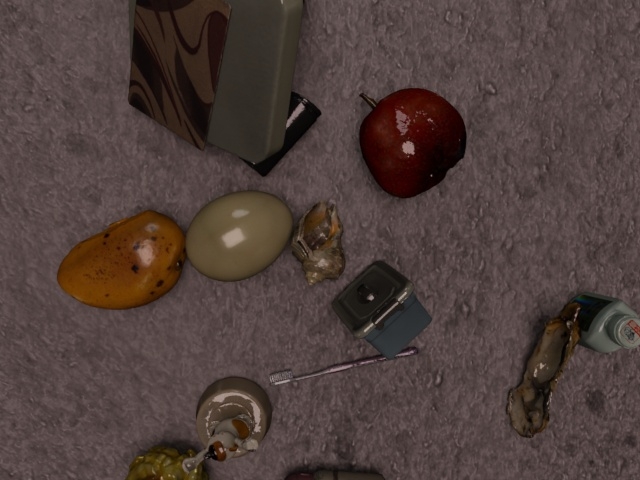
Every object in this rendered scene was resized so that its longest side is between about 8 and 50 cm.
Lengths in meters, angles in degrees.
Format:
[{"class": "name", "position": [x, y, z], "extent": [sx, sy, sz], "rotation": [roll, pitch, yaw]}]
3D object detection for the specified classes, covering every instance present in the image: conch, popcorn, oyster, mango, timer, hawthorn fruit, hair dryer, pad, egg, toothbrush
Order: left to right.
[{"class": "mango", "position": [-0.425, 0.055, 1.274], "extent": [0.290, 0.160, 0.191], "rotation": [-21, 101, 2]}, {"class": "popcorn", "position": [-0.330, 0.559, 1.280], "extent": [0.189, 0.169, 0.218], "rotation": [-7, 102, 3]}, {"class": "pad", "position": [-0.293, -0.360, 1.167], "extent": [0.220, 0.004, 0.330], "rotation": [32, 132, 12]}, {"class": "timer", "position": [-0.193, 0.404, 1.232], "extent": [0.175, 0.266, 0.175], "rotation": [0, 91, -3]}, {"class": "egg", "position": [-0.174, -0.012, 1.268], "extent": [0.242, 0.186, 0.186], "rotation": [-31, 92, -12]}, {"class": "hair dryer", "position": [-0.155, -0.291, 1.327], "extent": [0.251, 0.089, 0.197], "rotation": [40, 91, 6]}, {"class": "conch", "position": [0.000, 0.000, 1.301], "extent": [0.130, 0.155, 0.207], "rotation": [12, 71, 19]}, {"class": "toothbrush", "position": [0.054, 0.289, 1.365], "extent": [0.354, 0.024, 0.029], "rotation": [-12, 83, -2]}, {"class": "hawthorn fruit", "position": [0.181, -0.238, 1.278], "extent": [0.230, 0.210, 0.266], "rotation": [-39, 81, 1]}, {"class": "oyster", "position": [0.514, 0.293, 1.311], "extent": [0.079, 0.128, 0.345], "rotation": [15, 106, -9]}]

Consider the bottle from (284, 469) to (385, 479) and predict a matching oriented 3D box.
[{"class": "bottle", "position": [0.029, 0.579, 1.326], "extent": [0.233, 0.110, 0.109], "rotation": [4, 91, -2]}]

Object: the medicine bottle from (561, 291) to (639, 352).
[{"class": "medicine bottle", "position": [0.620, 0.183, 1.288], "extent": [0.083, 0.229, 0.121], "rotation": [41, 89, -4]}]

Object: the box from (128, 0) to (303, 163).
[{"class": "box", "position": [-0.221, -0.374, 1.174], "extent": [0.367, 0.090, 0.373], "rotation": [27, 132, 17]}]

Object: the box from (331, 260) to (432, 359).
[{"class": "box", "position": [0.130, 0.146, 1.273], "extent": [0.162, 0.227, 0.130], "rotation": [-43, 107, -2]}]
